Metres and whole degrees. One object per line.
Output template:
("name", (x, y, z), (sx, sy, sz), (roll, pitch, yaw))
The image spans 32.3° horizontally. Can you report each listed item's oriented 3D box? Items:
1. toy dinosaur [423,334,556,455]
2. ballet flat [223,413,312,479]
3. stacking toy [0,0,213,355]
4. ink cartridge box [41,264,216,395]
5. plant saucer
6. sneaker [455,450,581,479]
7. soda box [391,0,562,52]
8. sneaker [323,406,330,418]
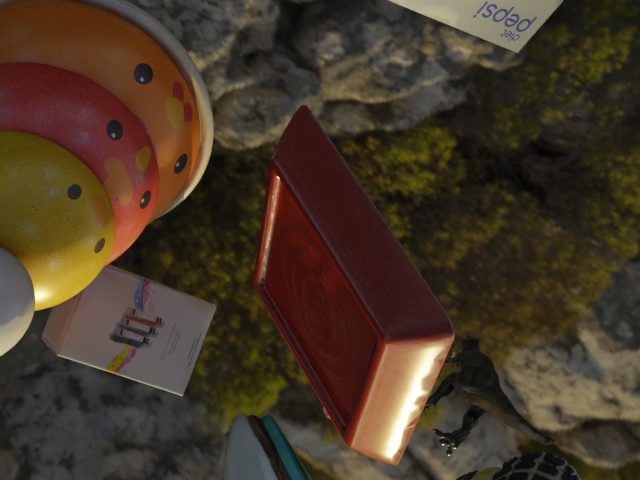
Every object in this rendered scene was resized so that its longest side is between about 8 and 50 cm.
("toy dinosaur", (0.185, 0.200, 1.389), (0.118, 0.268, 0.064), (-30, 117, 0))
("ballet flat", (0.010, 0.312, 0.773), (0.139, 0.139, 0.400), (-33, 103, -9))
("stacking toy", (-0.319, -0.034, 1.210), (0.350, 0.480, 0.351), (2, 128, 3))
("ink cartridge box", (-0.251, 0.106, 1.430), (0.176, 0.128, 0.127), (23, 85, -23))
("plant saucer", (0.010, 0.054, 1.003), (0.047, 0.259, 0.258), (-19, 150, -21))
("sneaker", (0.255, 0.345, 1.417), (0.110, 0.275, 0.107), (45, 60, -6))
("soda box", (0.168, -0.329, 1.370), (0.286, 0.091, 0.098), (11, 130, -41))
("sneaker", (0.045, 0.227, 1.447), (0.075, 0.161, 0.057), (-36, 121, 15))
